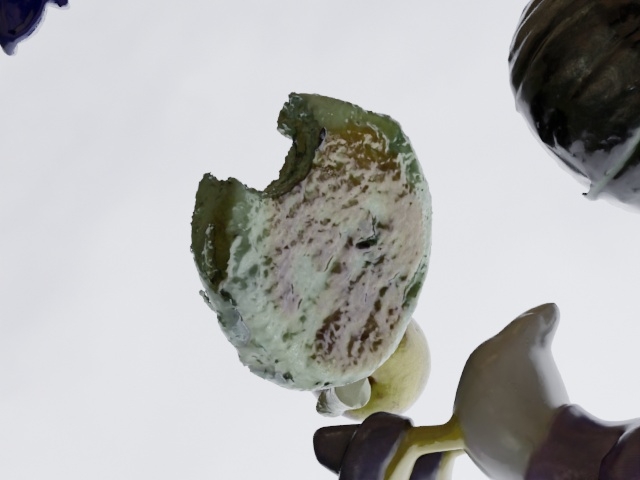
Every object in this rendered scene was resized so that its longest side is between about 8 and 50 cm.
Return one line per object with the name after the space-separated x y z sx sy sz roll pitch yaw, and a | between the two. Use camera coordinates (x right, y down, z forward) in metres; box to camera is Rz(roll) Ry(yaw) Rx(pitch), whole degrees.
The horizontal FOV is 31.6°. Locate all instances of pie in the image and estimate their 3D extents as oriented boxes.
0.004 0.006 1.116 0.067 0.302 0.302 13 -120 47 | pie

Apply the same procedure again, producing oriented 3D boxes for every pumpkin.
0.332 -0.171 1.093 0.296 0.296 0.296 -27 -146 21 | pumpkin

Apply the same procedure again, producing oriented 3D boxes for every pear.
0.072 0.178 1.740 0.197 0.197 0.197 -27 -146 21 | pear

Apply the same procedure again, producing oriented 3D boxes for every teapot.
0.032 0.217 1.585 0.067 0.057 0.083 -17 165 -35 | teapot

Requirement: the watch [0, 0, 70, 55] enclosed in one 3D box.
-0.304 -0.312 1.044 0.171 0.196 0.200 -39 175 0 | watch

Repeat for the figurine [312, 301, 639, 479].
0.205 0.138 0.769 0.421 0.154 0.193 -3 -103 26 | figurine
